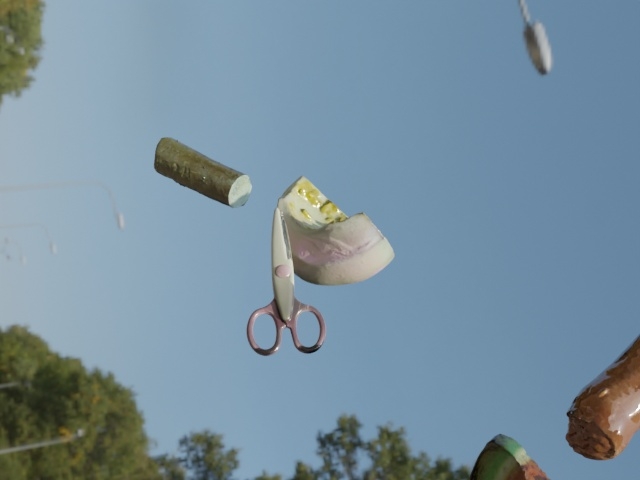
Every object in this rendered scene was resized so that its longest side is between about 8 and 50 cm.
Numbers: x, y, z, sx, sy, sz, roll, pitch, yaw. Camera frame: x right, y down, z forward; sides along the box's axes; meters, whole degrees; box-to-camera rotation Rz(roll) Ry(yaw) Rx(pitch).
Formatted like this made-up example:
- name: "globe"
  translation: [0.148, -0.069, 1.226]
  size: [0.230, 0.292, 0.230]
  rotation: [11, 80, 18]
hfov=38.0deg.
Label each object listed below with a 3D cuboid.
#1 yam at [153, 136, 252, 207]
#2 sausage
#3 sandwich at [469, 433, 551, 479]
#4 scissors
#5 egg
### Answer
- name: "yam"
  translation: [-0.156, -0.087, 1.207]
  size: [0.132, 0.054, 0.054]
  rotation: [26, -51, 17]
- name: "sausage"
  translation: [0.339, 0.093, 0.901]
  size: [0.078, 0.304, 0.078]
  rotation: [40, -18, 16]
- name: "sandwich"
  translation: [0.342, 0.403, 1.280]
  size: [0.301, 0.162, 0.250]
  rotation: [7, -80, 39]
- name: "scissors"
  translation: [-0.042, 0.043, 1.026]
  size: [0.022, 0.085, 0.176]
  rotation: [94, -9, -62]
- name: "egg"
  translation: [0.011, 0.013, 1.819]
  size: [0.271, 0.162, 0.206]
  rotation: [40, -8, 44]
